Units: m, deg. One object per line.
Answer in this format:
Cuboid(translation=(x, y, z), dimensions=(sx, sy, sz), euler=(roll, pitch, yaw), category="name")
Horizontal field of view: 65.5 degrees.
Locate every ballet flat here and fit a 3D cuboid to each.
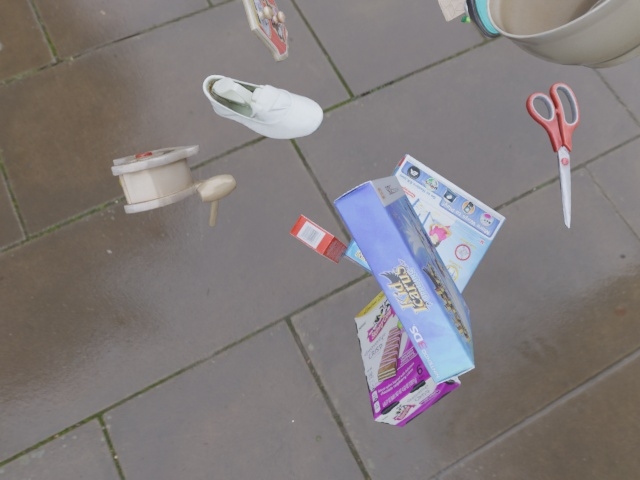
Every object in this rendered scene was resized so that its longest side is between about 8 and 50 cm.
Cuboid(translation=(0.289, -0.459, 0.907), dimensions=(0.074, 0.074, 0.203), euler=(-14, 90, -8), category="ballet flat")
Cuboid(translation=(-0.179, -0.376, 1.367), dimensions=(0.400, 0.139, 0.139), euler=(23, 68, 33), category="ballet flat")

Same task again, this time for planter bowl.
Cuboid(translation=(0.252, -0.227, 0.452), dimensions=(0.109, 0.162, 0.162), euler=(25, 66, -33), category="planter bowl")

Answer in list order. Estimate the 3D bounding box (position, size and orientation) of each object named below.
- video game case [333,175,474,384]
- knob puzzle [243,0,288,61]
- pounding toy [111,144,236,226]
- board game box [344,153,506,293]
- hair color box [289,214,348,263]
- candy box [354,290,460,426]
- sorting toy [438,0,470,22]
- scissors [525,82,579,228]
Cuboid(translation=(0.136, 0.035, 0.734), dimensions=(0.061, 0.244, 0.269), euler=(-29, 90, 19), category="video game case")
Cuboid(translation=(-0.084, -0.388, 0.821), dimensions=(0.030, 0.213, 0.213), euler=(-18, 70, 15), category="knob puzzle")
Cuboid(translation=(-0.273, -0.075, 0.860), dimensions=(0.154, 0.269, 0.155), euler=(-25, 111, -35), category="pounding toy")
Cuboid(translation=(0.263, -0.010, 1.285), dimensions=(0.308, 0.086, 0.302), euler=(33, 85, -3), category="board game box")
Cuboid(translation=(0.000, 0.000, 1.155), dimensions=(0.093, 0.167, 0.053), euler=(34, 89, 16), category="hair color box")
Cuboid(translation=(0.151, 0.199, 0.930), dimensions=(0.071, 0.159, 0.233), euler=(24, 34, -25), category="candy box")
Cuboid(translation=(0.329, -0.558, 1.206), dimensions=(0.062, 0.012, 0.083), euler=(-23, 96, 20), category="sorting toy")
Cuboid(translation=(0.497, -0.177, 1.002), dimensions=(0.109, 0.021, 0.297), euler=(-12, 80, -11), category="scissors")
